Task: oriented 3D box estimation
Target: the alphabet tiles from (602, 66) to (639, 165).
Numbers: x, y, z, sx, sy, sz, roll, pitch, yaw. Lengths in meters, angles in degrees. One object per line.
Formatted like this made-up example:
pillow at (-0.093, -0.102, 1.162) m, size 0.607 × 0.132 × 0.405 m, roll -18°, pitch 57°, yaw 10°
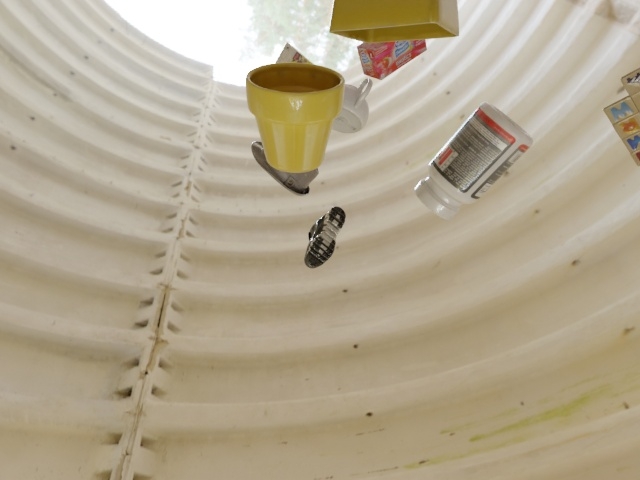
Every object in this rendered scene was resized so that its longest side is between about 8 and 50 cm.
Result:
alphabet tiles at (0.845, -0.305, 0.979) m, size 0.343 × 0.285 × 0.011 m, roll 35°, pitch -135°, yaw -29°

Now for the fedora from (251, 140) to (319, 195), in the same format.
fedora at (-0.105, -0.289, 1.546) m, size 0.275 × 0.124 × 0.243 m, roll 40°, pitch -158°, yaw -28°

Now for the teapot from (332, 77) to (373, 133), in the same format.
teapot at (0.122, -0.633, 1.982) m, size 0.256 × 0.252 × 0.186 m, roll 15°, pitch -106°, yaw 19°

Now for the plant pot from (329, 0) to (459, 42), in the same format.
plant pot at (0.154, -0.507, 0.846) m, size 0.213 × 0.186 × 0.212 m, roll 8°, pitch -160°, yaw 26°

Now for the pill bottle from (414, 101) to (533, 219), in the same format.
pill bottle at (0.494, -0.255, 1.431) m, size 0.210 × 0.362 × 0.210 m, roll 28°, pitch -149°, yaw -19°

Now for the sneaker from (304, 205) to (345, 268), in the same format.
sneaker at (0.000, 0.000, 1.349) m, size 0.078 × 0.106 × 0.234 m, roll 39°, pitch -124°, yaw -19°

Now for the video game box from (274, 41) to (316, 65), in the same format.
video game box at (-0.128, -0.667, 1.745) m, size 0.048 × 0.205 × 0.187 m, roll 6°, pitch -141°, yaw -50°

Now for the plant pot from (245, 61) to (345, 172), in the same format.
plant pot at (-0.069, -0.326, 1.165) m, size 0.255 × 0.238 × 0.253 m, roll 2°, pitch -141°, yaw -2°

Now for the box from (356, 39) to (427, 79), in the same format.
box at (0.290, -0.778, 1.736) m, size 0.257 × 0.128 × 0.123 m, roll -36°, pitch -137°, yaw -11°
